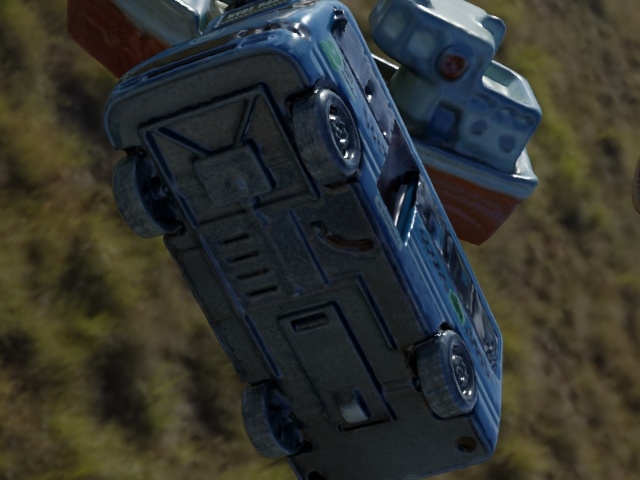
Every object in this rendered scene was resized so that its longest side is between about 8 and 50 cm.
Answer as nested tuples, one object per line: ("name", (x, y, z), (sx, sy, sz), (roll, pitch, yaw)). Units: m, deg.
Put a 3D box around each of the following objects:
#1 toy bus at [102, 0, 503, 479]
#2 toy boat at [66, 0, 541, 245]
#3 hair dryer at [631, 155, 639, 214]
("toy bus", (0.000, 0.000, 0.776), (0.246, 0.113, 0.134), (63, 25, -24))
("toy boat", (-0.007, -0.127, 1.009), (0.331, 0.133, 0.145), (23, 23, -10))
("hair dryer", (0.403, -0.114, 1.154), (0.189, 0.352, 0.107), (23, 39, -12))
